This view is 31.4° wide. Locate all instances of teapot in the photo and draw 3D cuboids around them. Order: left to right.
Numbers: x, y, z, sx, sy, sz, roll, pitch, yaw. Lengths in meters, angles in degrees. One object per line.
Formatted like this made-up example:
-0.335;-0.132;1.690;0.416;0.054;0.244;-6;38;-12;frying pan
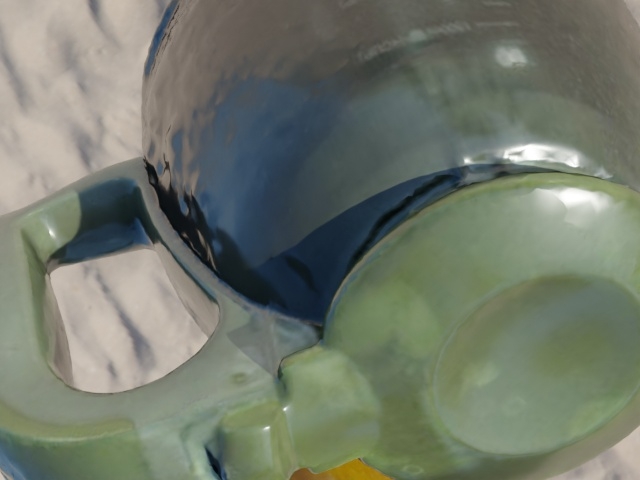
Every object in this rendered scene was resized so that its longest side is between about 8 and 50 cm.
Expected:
0.010;-0.019;0.476;0.322;0.239;0.239;6;120;-16;teapot

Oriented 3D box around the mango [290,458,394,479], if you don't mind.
0.033;0.127;0.630;0.165;0.115;0.089;10;130;-24;mango
